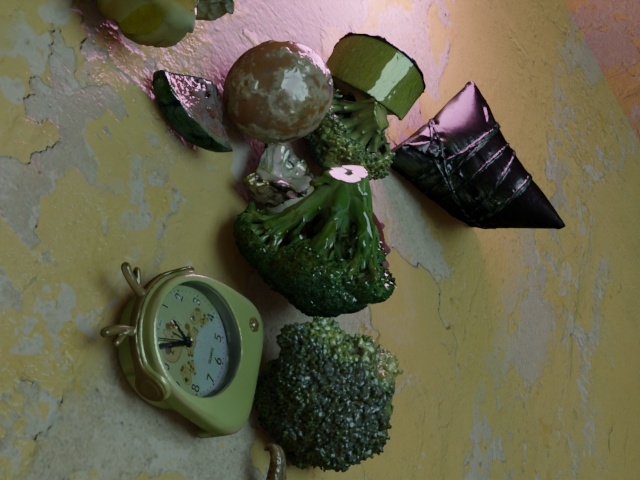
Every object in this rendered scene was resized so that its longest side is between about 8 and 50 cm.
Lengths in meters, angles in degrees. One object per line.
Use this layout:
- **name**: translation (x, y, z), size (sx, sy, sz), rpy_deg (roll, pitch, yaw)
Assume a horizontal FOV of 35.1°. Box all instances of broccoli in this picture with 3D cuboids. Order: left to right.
- **broccoli**: translation (0.000, 0.000, 1.798), size (0.308, 0.308, 0.275), rpy_deg (-29, 137, -54)
- **broccoli**: translation (0.022, 0.273, 1.785), size (0.260, 0.235, 0.288), rpy_deg (-27, 136, -53)
- **broccoli**: translation (0.052, -0.222, 2.048), size (0.198, 0.176, 0.226), rpy_deg (-64, 151, -60)

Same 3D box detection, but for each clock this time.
- **clock**: translation (-0.223, 0.158, 1.595), size (0.308, 0.096, 0.235), rpy_deg (39, 50, -39)

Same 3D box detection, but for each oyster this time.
- **oyster**: translation (-0.079, -0.118, 1.926), size (0.133, 0.072, 0.209), rpy_deg (45, 25, -16)

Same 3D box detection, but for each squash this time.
- **squash**: translation (0.103, -0.325, 2.139), size (0.220, 0.220, 0.133), rpy_deg (41, 69, -38)

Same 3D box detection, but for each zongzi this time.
- **zongzi**: translation (0.390, -0.140, 2.343), size (0.319, 0.362, 0.383), rpy_deg (-45, 120, -18)

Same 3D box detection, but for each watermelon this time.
- **watermelon**: translation (-0.221, -0.232, 1.775), size (0.187, 0.071, 0.139), rpy_deg (50, 34, -18)

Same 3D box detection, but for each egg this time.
- **egg**: translation (-0.080, -0.275, 1.874), size (0.233, 0.195, 0.195), rpy_deg (-12, 87, -43)

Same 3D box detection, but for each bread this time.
- **bread**: translation (-0.283, -0.479, 1.696), size (0.333, 0.160, 0.333), rpy_deg (28, 54, -47)

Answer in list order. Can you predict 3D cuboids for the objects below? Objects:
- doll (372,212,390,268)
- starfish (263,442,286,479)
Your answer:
- **doll**: translation (0.064, -0.014, 2.044), size (0.211, 0.093, 0.262), rpy_deg (31, 44, -30)
- **starfish**: translation (-0.065, 0.521, 1.674), size (0.375, 0.094, 0.327), rpy_deg (-35, 96, -46)
